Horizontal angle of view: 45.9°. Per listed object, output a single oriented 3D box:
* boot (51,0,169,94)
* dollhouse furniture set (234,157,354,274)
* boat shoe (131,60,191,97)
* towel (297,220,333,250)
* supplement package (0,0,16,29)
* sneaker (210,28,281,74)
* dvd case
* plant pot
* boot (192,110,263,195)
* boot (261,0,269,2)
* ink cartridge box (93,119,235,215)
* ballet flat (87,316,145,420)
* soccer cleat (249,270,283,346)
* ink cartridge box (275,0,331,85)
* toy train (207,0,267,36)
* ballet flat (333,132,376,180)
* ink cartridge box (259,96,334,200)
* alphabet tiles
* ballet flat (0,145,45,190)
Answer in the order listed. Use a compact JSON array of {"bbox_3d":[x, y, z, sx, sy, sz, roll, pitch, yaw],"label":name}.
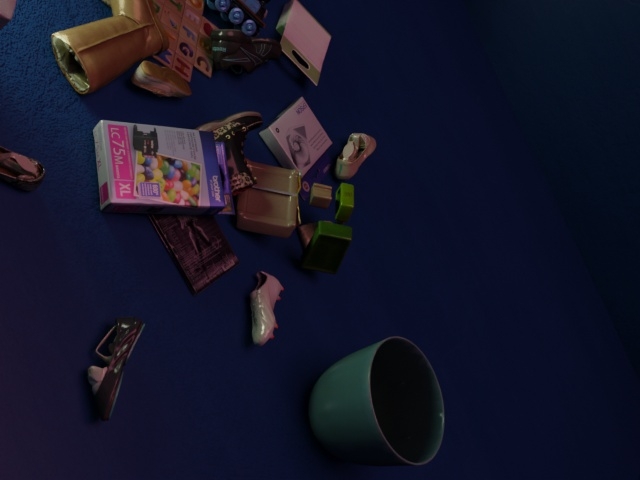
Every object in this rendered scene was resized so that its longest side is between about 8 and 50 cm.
[{"bbox_3d":[-0.464,-0.463,1.609,0.236,0.089,0.269,59,41,-12],"label":"boot"},{"bbox_3d":[-0.079,-0.061,1.905,0.302,0.151,0.197,12,51,-12],"label":"dollhouse furniture set"},{"bbox_3d":[-0.363,-0.358,1.717,0.170,0.059,0.063,16,46,-59],"label":"boat shoe"},{"bbox_3d":[0.000,0.000,2.020,0.148,0.027,0.110,-10,79,-53],"label":"towel"},{"bbox_3d":[-0.620,-0.392,1.251,0.134,0.244,0.139,28,53,-41],"label":"supplement package"},{"bbox_3d":[-0.198,-0.489,1.987,0.267,0.101,0.106,-9,105,-56],"label":"sneaker"},{"bbox_3d":[-0.282,-0.009,1.675,0.164,0.018,0.221,-39,104,-51],"label":"dvd case"},{"bbox_3d":[0.115,0.397,1.786,0.293,0.235,0.293,28,51,-41],"label":"plant pot"},{"bbox_3d":[-0.199,-0.207,1.814,0.236,0.085,0.178,-27,88,-47],"label":"boot"},{"bbox_3d":[-0.203,-0.738,2.082,0.207,0.094,0.246,41,38,-27],"label":"boot"},{"bbox_3d":[-0.318,-0.149,1.609,0.311,0.065,0.185,2,71,-39],"label":"ink cartridge box"},{"bbox_3d":[-0.386,0.229,1.388,0.074,0.074,0.203,38,52,-34],"label":"ballet flat"},{"bbox_3d":[-0.137,0.157,1.740,0.076,0.068,0.196,39,38,-27],"label":"soccer cleat"},{"bbox_3d":[-0.058,-0.575,2.218,0.171,0.056,0.235,40,47,-32],"label":"ink cartridge box"},{"bbox_3d":[-0.215,-0.620,1.988,0.184,0.080,0.105,35,90,-38],"label":"toy train"},{"bbox_3d":[0.104,-0.269,2.232,0.086,0.086,0.248,53,38,-20],"label":"ballet flat"},{"bbox_3d":[-0.046,-0.256,2.076,0.224,0.045,0.223,56,38,-17],"label":"ink cartridge box"},{"bbox_3d":[-0.385,-0.550,1.828,0.343,0.011,0.285,32,49,-39],"label":"alphabet tiles"},{"bbox_3d":[-0.574,-0.150,1.338,0.188,0.070,0.070,25,54,-42],"label":"ballet flat"}]
